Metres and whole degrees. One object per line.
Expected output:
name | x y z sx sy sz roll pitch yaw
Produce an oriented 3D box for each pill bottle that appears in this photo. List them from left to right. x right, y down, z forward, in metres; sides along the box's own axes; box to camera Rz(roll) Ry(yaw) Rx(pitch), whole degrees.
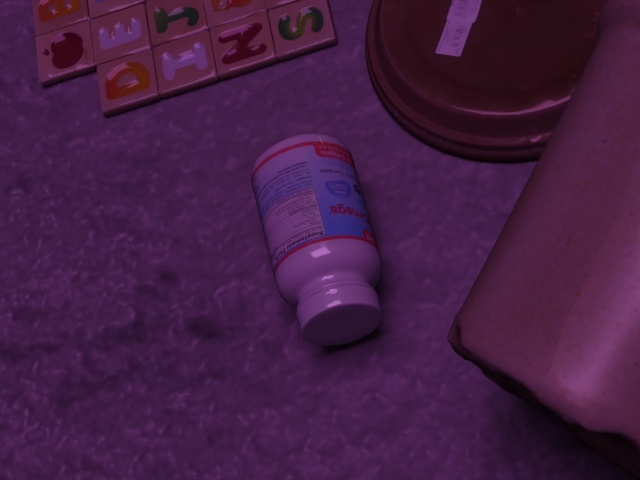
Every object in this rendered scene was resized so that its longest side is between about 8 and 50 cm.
pill bottle | 0.000 0.000 1.191 0.087 0.087 0.160 -19 59 7

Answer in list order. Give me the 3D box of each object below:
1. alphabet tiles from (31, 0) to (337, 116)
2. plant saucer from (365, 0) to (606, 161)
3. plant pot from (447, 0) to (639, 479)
alphabet tiles | -0.119 -0.266 1.419 0.342 0.011 0.285 -17 59 8
plant saucer | 0.169 -0.195 1.274 0.278 0.041 0.278 -7 61 14
plant pot | 0.260 0.008 0.997 0.334 0.334 0.305 33 87 29
